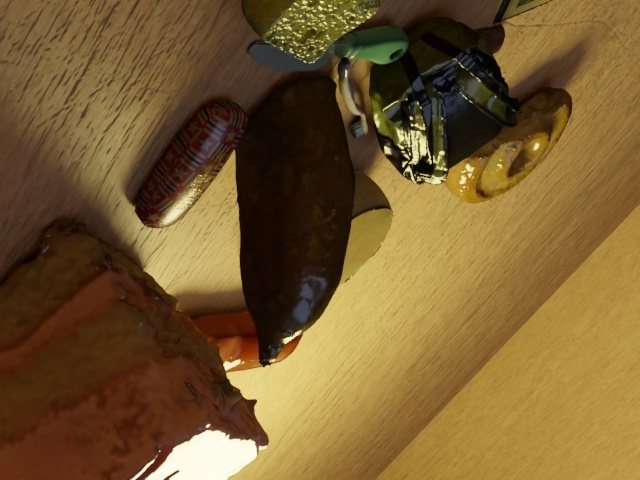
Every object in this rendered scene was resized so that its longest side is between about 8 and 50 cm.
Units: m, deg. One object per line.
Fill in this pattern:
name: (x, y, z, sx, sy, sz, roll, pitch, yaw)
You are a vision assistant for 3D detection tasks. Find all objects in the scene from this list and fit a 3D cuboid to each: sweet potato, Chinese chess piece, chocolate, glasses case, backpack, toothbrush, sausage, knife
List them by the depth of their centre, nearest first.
glasses case: (-0.158, -0.086, 1.244, 0.194, 0.049, 0.073, -51, 156, 25)
knife: (0.006, -0.234, 1.268, 0.260, 0.034, 0.063, -13, 158, -38)
sweet potato: (-0.031, -0.025, 1.306, 0.158, 0.369, 0.158, -2, 173, 0)
toothbrush: (0.044, -0.188, 1.388, 0.027, 0.021, 0.269, -38, 165, -3)
backpack: (0.169, -0.196, 1.450, 0.207, 0.140, 0.253, -38, 148, -1)
chocolate: (0.242, -0.287, 1.546, 0.101, 0.031, 0.064, -22, 157, -41)
Chinese chess piece: (0.000, 0.000, 1.607, 0.250, 0.103, 0.249, -35, 158, -16)
sausage: (-0.146, 0.168, 1.707, 0.348, 0.094, 0.097, 3, 119, -58)

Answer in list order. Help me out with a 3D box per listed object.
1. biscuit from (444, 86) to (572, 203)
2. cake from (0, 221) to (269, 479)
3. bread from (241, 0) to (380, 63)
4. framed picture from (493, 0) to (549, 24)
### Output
biscuit: (0.347, -0.162, 1.884, 0.274, 0.091, 0.213, -38, 157, -13)
cake: (-0.268, 0.198, 1.267, 0.293, 0.307, 0.314, -40, 158, 4)
bread: (-0.014, -0.260, 1.062, 0.114, 0.111, 0.129, -44, 141, 22)
framed picture: (0.354, -0.415, 1.509, 0.195, 0.010, 0.199, -28, 155, -30)
